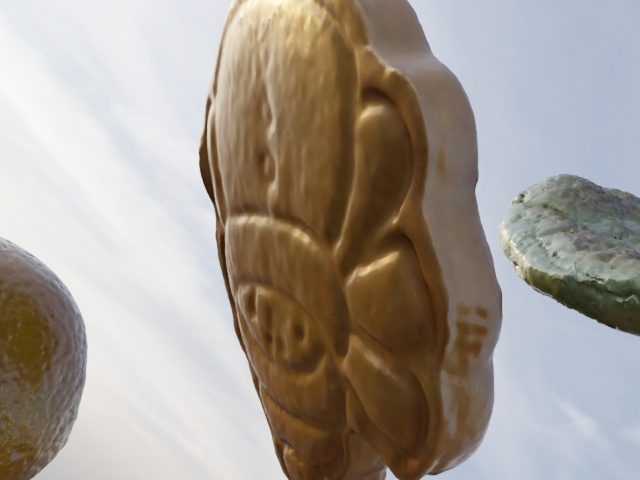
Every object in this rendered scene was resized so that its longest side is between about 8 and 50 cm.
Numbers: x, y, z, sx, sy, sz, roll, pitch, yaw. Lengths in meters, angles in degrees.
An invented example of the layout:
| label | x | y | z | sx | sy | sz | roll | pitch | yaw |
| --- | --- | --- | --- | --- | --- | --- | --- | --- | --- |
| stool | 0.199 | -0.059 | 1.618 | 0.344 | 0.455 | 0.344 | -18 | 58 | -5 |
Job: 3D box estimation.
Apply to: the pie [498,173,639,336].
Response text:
| label | x | y | z | sx | sy | sz | roll | pitch | yaw |
| --- | --- | --- | --- | --- | --- | --- | --- | --- | --- |
| pie | 0.225 | 0.019 | 0.641 | 0.240 | 0.054 | 0.240 | 14 | 18 | -5 |

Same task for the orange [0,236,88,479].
| label | x | y | z | sx | sy | sz | roll | pitch | yaw |
| --- | --- | --- | --- | --- | --- | --- | --- | --- | --- |
| orange | -0.292 | 0.093 | 0.738 | 0.236 | 0.236 | 0.236 | 36 | -19 | 14 |

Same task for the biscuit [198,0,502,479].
| label | x | y | z | sx | sy | sz | roll | pitch | yaw |
| --- | --- | --- | --- | --- | --- | --- | --- | --- | --- |
| biscuit | 0.000 | 0.000 | 0.612 | 0.312 | 0.057 | 0.351 | 170 | -89 | -66 |
